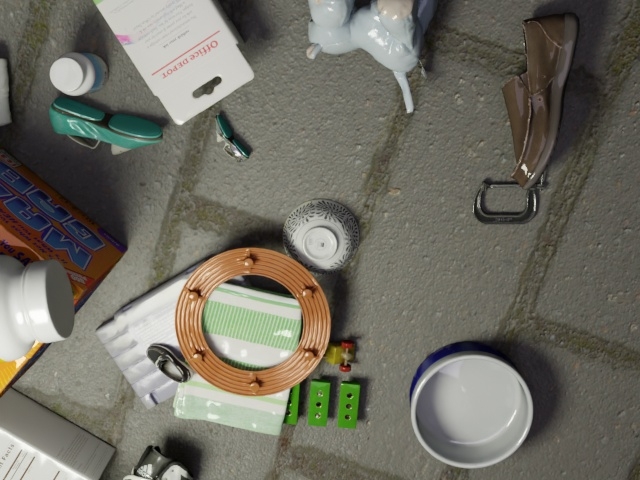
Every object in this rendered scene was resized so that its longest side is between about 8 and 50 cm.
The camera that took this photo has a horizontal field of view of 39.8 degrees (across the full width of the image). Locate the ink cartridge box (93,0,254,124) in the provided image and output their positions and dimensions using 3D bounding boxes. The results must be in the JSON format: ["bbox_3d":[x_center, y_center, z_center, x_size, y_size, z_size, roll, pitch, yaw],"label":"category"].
[{"bbox_3d":[-0.298,-0.435,1.797,0.207,0.119,0.353,-30,99,8],"label":"ink cartridge box"}]

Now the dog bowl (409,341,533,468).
[{"bbox_3d":[0.330,0.363,1.958,0.265,0.104,0.265,0,102,2],"label":"dog bowl"}]

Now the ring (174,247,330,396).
[{"bbox_3d":[-0.145,0.180,1.877,0.337,0.032,0.336,0,103,1],"label":"ring"}]

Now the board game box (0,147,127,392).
[{"bbox_3d":[-0.676,0.075,1.797,0.356,0.356,0.356,40,99,-7],"label":"board game box"}]

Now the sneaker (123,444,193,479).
[{"bbox_3d":[-0.443,0.567,1.893,0.169,0.447,0.257,20,98,31],"label":"sneaker"}]

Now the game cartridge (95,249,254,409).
[{"bbox_3d":[-0.296,0.196,1.967,0.355,0.068,0.230,-30,96,8],"label":"game cartridge"}]

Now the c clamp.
[{"bbox_3d":[0.405,-0.099,1.901,0.161,0.022,0.137,-6,107,1],"label":"c clamp"}]

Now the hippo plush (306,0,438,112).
[{"bbox_3d":[0.098,-0.455,1.769,0.236,0.234,0.294,12,146,17],"label":"hippo plush"}]

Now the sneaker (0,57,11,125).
[{"bbox_3d":[-0.797,-0.287,1.851,0.292,0.108,0.169,-4,99,1],"label":"sneaker"}]

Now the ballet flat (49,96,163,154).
[{"bbox_3d":[-0.455,-0.231,1.877,0.247,0.083,0.087,16,126,-2],"label":"ballet flat"}]

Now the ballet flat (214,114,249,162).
[{"bbox_3d":[-0.199,-0.213,1.885,0.041,0.041,0.114,-35,98,8],"label":"ballet flat"}]

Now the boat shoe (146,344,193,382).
[{"bbox_3d":[-0.334,0.269,1.917,0.125,0.038,0.046,35,109,19],"label":"boat shoe"}]

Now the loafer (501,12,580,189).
[{"bbox_3d":[0.432,-0.288,1.813,0.130,0.134,0.366,11,92,9],"label":"loafer"}]

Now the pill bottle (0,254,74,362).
[{"bbox_3d":[-0.611,0.126,1.527,0.334,0.188,0.188,-9,102,3],"label":"pill bottle"}]

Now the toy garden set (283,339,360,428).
[{"bbox_3d":[-0.033,0.312,1.989,0.244,0.049,0.203,5,104,2],"label":"toy garden set"}]

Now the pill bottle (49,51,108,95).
[{"bbox_3d":[-0.495,-0.341,1.803,0.087,0.160,0.087,0,102,1],"label":"pill bottle"}]

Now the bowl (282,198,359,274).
[{"bbox_3d":[0.000,0.000,1.903,0.170,0.080,0.170,0,101,1],"label":"bowl"}]

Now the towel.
[{"bbox_3d":[-0.178,0.256,1.929,0.248,0.038,0.325,11,102,-2],"label":"towel"}]

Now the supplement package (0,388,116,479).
[{"bbox_3d":[-0.645,0.497,1.979,0.293,0.177,0.175,32,102,-5],"label":"supplement package"}]
